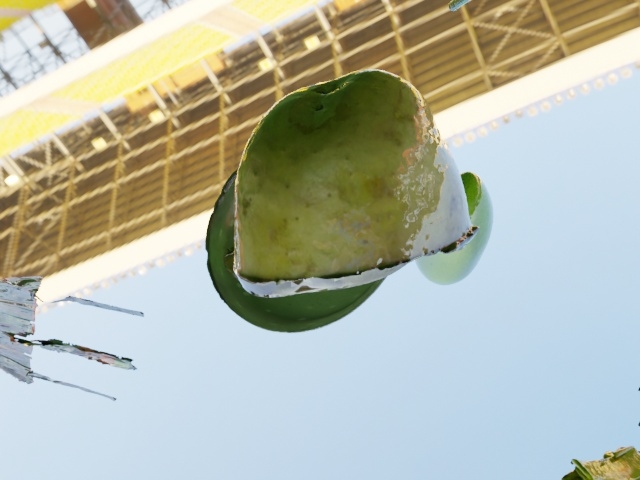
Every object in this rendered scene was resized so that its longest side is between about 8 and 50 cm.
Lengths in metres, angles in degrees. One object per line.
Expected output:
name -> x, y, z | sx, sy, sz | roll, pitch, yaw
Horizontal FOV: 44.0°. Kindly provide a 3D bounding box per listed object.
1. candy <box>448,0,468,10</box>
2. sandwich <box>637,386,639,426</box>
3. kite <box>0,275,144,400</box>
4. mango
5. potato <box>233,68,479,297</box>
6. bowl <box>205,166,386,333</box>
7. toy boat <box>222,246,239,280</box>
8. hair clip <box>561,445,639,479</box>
candy -> 0.185, -0.254, 0.752 | 0.083, 0.091, 0.305 | -36, -172, -8
sandwich -> 0.376, 0.092, 0.471 | 0.273, 0.249, 0.095 | -47, -159, 35
kite -> -0.188, 0.057, 0.478 | 0.183, 0.160, 0.010 | 125, -20, -56
mango -> 0.281, -0.033, 1.654 | 0.156, 0.343, 0.192 | 8, -117, 0
potato -> 0.028, -0.074, 0.898 | 0.286, 0.242, 0.242 | -8, -145, 6
bowl -> 0.000, 0.000, 1.184 | 0.314, 0.146, 0.313 | -8, -111, 21
toy boat -> -0.082, 0.043, 1.111 | 0.149, 0.049, 0.047 | 18, -87, 30
hair clip -> 0.405, 0.320, 1.087 | 0.072, 0.173, 0.046 | 48, -55, 39
